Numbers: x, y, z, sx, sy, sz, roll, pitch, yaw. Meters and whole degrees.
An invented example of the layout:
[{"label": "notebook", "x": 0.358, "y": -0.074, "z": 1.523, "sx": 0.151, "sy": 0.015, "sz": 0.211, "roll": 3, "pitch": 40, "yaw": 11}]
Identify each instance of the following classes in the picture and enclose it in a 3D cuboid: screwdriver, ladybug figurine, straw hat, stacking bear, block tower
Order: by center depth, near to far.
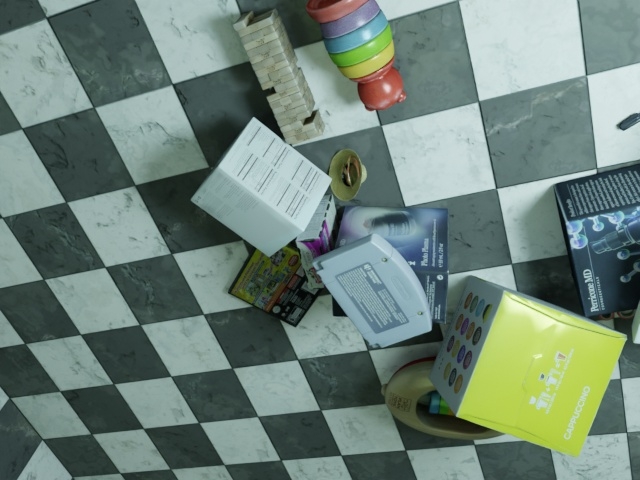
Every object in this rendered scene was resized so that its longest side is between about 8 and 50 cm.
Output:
[{"label": "stacking bear", "x": 0.102, "y": -0.436, "z": 1.456, "sx": 0.175, "sy": 0.164, "sz": 0.289, "roll": -17, "pitch": 123, "yaw": 21}, {"label": "screwdriver", "x": 0.782, "y": -0.315, "z": 1.480, "sx": 0.025, "sy": 0.024, "sz": 0.170, "roll": 24, "pitch": 128, "yaw": -41}, {"label": "block tower", "x": -0.094, "y": -0.399, "z": 1.552, "sx": 0.097, "sy": 0.091, "sz": 0.336, "roll": -16, "pitch": 120, "yaw": 19}, {"label": "straw hat", "x": 0.089, "y": -0.176, "z": 1.680, "sx": 0.061, "sy": 0.144, "sz": 0.145, "roll": -8, "pitch": 135, "yaw": -36}, {"label": "ladybug figurine", "x": 0.418, "y": 0.485, "z": 2.000, "sx": 0.448, "sy": 0.162, "sz": 0.305, "roll": 9, "pitch": 124, "yaw": 5}]

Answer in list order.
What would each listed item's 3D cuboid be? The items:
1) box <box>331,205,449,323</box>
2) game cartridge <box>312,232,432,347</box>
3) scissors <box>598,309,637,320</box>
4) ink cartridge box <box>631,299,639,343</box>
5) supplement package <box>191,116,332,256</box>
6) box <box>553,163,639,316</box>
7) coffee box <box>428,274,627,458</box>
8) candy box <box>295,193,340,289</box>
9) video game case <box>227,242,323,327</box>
[{"label": "box", "x": 0.190, "y": 0.055, "z": 1.675, "sx": 0.293, "sy": 0.296, "sz": 0.183, "roll": 2, "pitch": 124, "yaw": 10}, {"label": "game cartridge", "x": 0.139, "y": 0.124, "z": 1.522, "sx": 0.198, "sy": 0.062, "sz": 0.297, "roll": -26, "pitch": 115, "yaw": 21}, {"label": "scissors", "x": 0.852, "y": 0.109, "z": 1.749, "sx": 0.108, "sy": 0.021, "sz": 0.297, "roll": 5, "pitch": 125, "yaw": 8}, {"label": "ink cartridge box", "x": 0.814, "y": 0.103, "z": 1.381, "sx": 0.175, "sy": 0.069, "sz": 0.371, "roll": 5, "pitch": 136, "yaw": 16}, {"label": "supplement package", "x": -0.153, "y": -0.134, "z": 1.645, "sx": 0.262, "sy": 0.198, "sz": 0.199, "roll": 37, "pitch": 144, "yaw": -14}, {"label": "box", "x": 0.813, "y": -0.018, "z": 1.551, "sx": 0.395, "sy": 0.212, "sz": 0.294, "roll": -14, "pitch": 117, "yaw": 19}, {"label": "coffee box", "x": 0.535, "y": 0.319, "z": 1.692, "sx": 0.337, "sy": 0.334, "sz": 0.338, "roll": 20, "pitch": 93, "yaw": -3}, {"label": "candy box", "x": 0.000, "y": 0.000, "z": 1.714, "sx": 0.071, "sy": 0.233, "sz": 0.159, "roll": -5, "pitch": 121, "yaw": 15}, {"label": "video game case", "x": -0.122, "y": 0.122, "z": 1.941, "sx": 0.248, "sy": 0.035, "sz": 0.275, "roll": 28, "pitch": 125, "yaw": -8}]
